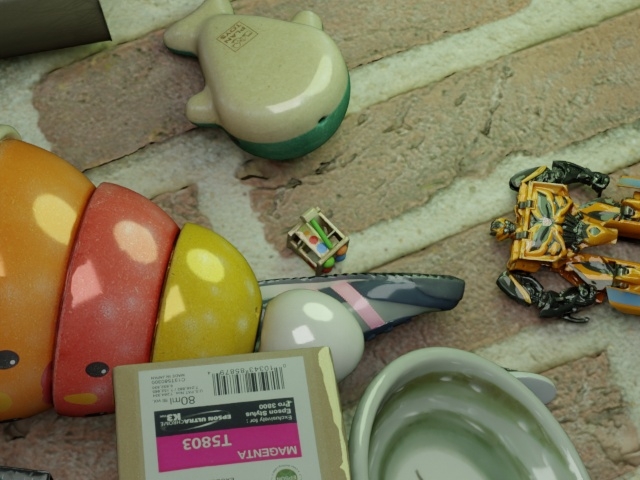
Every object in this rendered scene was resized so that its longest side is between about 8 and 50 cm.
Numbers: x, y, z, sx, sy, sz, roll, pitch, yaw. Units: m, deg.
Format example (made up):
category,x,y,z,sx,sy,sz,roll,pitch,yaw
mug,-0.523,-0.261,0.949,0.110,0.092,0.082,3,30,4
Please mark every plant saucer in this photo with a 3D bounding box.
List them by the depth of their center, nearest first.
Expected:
category,x,y,z,sx,sy,sz,roll,pitch,yaw
plant saucer,0.160,0.320,1.779,0.400,0.100,0.400,25,49,-33

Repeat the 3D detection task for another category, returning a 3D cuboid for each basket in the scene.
category,x,y,z,sx,sy,sz,roll,pitch,yaw
basket,-0.401,-0.310,1.990,0.227,0.154,0.204,-18,73,-5

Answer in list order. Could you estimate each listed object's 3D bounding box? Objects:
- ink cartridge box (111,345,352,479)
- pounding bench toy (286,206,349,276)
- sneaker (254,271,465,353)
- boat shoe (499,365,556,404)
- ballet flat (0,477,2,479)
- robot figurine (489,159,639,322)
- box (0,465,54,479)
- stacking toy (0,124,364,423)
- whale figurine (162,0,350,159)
category,x,y,z,sx,sy,sz,roll,pitch,yaw
ink cartridge box,-0.091,0.217,1.622,0.234,0.088,0.193,-6,51,-6
pounding bench toy,0.000,0.000,1.943,0.052,0.083,0.065,-42,78,-15
sneaker,0.019,0.106,1.909,0.319,0.112,0.131,-5,87,1
boat shoe,0.215,0.171,1.921,0.142,0.049,0.040,5,33,-7
ballet flat,-0.472,0.323,1.699,0.280,0.095,0.096,-8,98,-19
robot figurine,0.357,0.002,1.963,0.291,0.085,0.211,9,71,-1
box,-0.411,0.385,1.783,0.184,0.103,0.261,8,72,-3
stacking toy,-0.187,0.075,1.760,0.479,0.350,0.351,9,72,2
whale figurine,-0.079,-0.205,1.999,0.216,0.141,0.272,-42,54,-15
